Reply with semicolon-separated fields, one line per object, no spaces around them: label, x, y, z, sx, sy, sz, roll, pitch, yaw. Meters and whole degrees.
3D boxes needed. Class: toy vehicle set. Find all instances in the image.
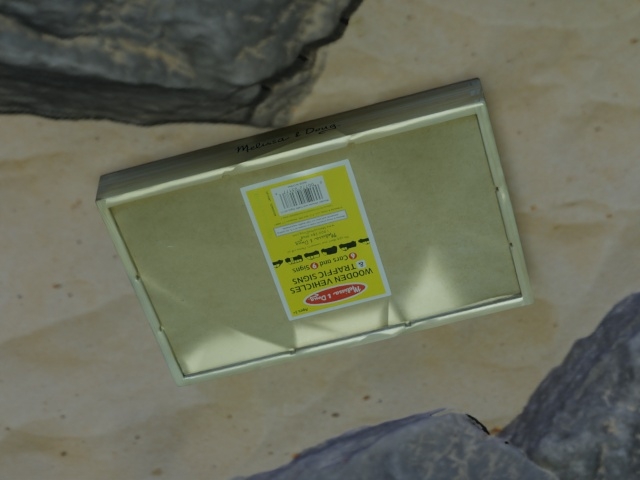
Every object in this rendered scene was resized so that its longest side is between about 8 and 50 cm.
toy vehicle set;0.000;0.000;0.870;0.267;0.035;0.166;-14;121;7
